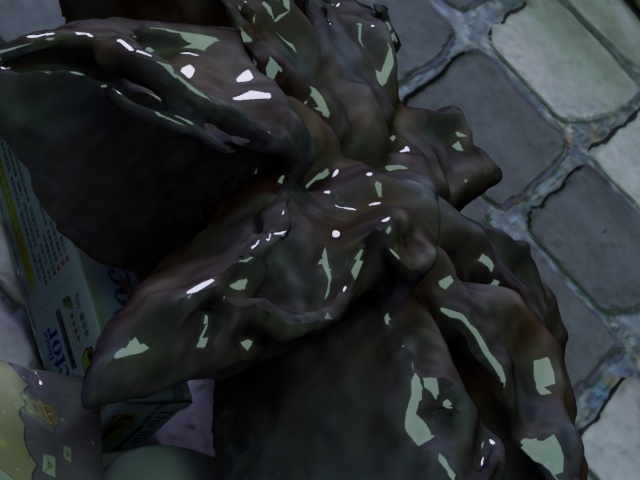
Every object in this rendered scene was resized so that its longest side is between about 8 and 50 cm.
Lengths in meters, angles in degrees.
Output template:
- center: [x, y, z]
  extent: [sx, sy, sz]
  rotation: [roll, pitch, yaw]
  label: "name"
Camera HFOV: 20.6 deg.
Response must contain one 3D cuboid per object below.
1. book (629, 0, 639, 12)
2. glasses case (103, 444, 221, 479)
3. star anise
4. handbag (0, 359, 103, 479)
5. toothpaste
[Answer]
- center: [0.368, -0.118, 1.101]
  extent: [0.371, 0.043, 0.260]
  rotation: [-27, 76, -43]
  label: "book"
- center: [-0.054, 0.160, 0.604]
  extent: [0.074, 0.049, 0.193]
  rotation: [20, 49, -21]
  label: "glasses case"
- center: [0.002, 0.002, 0.669]
  extent: [0.331, 0.117, 0.332]
  rotation: [37, 34, -31]
  label: "star anise"
- center: [-0.156, 0.081, 0.568]
  extent: [0.173, 0.095, 0.117]
  rotation: [22, 40, -30]
  label: "handbag"
- center: [-0.097, 0.001, 0.692]
  extent: [0.034, 0.046, 0.164]
  rotation: [1, 59, -38]
  label: "toothpaste"
